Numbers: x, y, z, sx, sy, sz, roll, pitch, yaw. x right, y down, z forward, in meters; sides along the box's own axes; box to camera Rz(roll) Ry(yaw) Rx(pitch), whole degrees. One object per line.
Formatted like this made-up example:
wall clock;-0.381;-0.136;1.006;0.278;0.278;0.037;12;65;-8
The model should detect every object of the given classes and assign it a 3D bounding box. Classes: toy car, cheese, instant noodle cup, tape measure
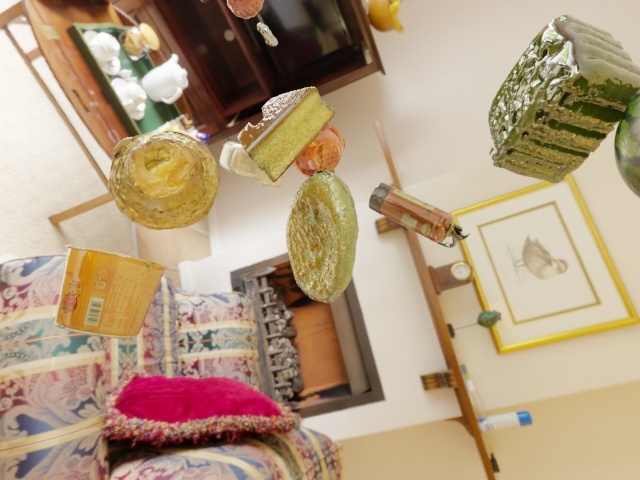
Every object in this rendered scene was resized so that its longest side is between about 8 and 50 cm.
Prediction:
toy car;-0.183;-0.709;1.386;0.093;0.025;0.041;56;42;-4
cheese;-0.018;-0.362;1.448;0.129;0.217;0.329;47;-19;52
instant noodle cup;-0.464;0.114;0.886;0.216;0.216;0.172;36;63;-65
tape measure;-0.252;-0.290;1.560;0.258;0.265;0.130;-135;-118;-66

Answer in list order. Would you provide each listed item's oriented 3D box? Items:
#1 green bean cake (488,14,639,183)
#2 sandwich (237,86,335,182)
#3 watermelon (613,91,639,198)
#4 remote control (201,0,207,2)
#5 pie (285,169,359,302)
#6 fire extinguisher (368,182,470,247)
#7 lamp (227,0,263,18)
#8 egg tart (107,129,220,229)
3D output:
green bean cake;0.572;-0.350;1.021;0.335;0.218;0.318;116;-13;-46
sandwich;-0.083;-0.276;1.001;0.122;0.236;0.128;35;19;-45
watermelon;0.708;-0.187;0.735;0.285;0.286;0.284;-19;90;-75
remote control;-0.219;-0.539;0.838;0.014;0.096;0.039;34;-13;50
pie;0.000;0.000;0.965;0.323;0.071;0.322;15;-73;60
fire extinguisher;0.368;-0.080;1.463;0.376;0.113;0.200;31;8;27
lamp;-0.208;-0.673;1.116;0.107;0.108;0.092;71;19;-2
egg tart;-0.467;-0.191;1.202;0.129;0.342;0.340;134;-60;-76
